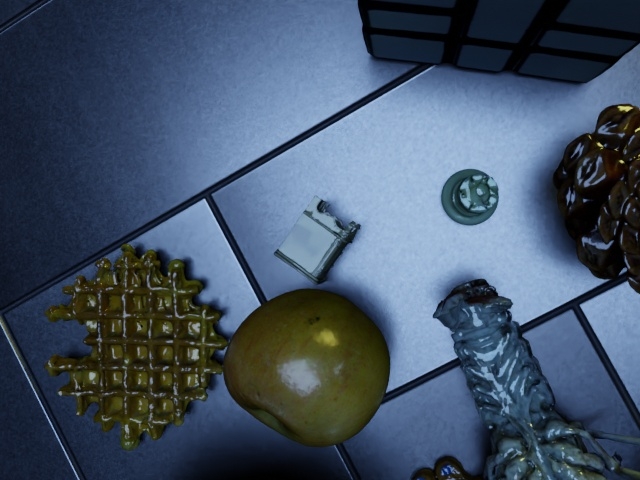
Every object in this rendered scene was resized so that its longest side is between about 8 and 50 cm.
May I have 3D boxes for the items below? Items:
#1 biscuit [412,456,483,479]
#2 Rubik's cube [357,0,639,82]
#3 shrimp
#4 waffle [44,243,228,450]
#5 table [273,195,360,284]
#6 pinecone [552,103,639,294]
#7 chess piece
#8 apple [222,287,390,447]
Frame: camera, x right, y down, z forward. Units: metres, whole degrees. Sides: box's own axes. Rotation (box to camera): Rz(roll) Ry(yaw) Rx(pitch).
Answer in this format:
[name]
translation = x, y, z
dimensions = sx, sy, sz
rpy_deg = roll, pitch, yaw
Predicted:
[biscuit]
translation = 0.175, 0.351, 0.712
dimensions = 0.124, 0.026, 0.175
rpy_deg = -32, 87, 7
[Rubik's cube]
translation = 0.192, -0.335, 0.570
dimensions = 0.283, 0.293, 0.289
rpy_deg = 9, 94, 10
[shrimp]
translation = 0.242, 0.240, 0.644
dimensions = 0.221, 0.166, 0.411
rpy_deg = -23, 76, 10
[waffle]
translation = -0.234, 0.132, 0.754
dimensions = 0.231, 0.051, 0.229
rpy_deg = -42, 85, 6
[table]
translation = 0.000, 0.000, 0.704
dimensions = 0.062, 0.079, 0.083
rpy_deg = 35, 94, 7
[pinecone]
translation = 0.331, -0.049, 0.601
dimensions = 0.207, 0.208, 0.208
rpy_deg = 0, 91, 8
[chess piece]
translation = 0.171, -0.051, 0.667
dimensions = 0.067, 0.103, 0.067
rpy_deg = 0, 91, 9
[apple]
translation = -0.012, 0.139, 0.668
dimensions = 0.182, 0.182, 0.155
rpy_deg = 31, 65, 6
